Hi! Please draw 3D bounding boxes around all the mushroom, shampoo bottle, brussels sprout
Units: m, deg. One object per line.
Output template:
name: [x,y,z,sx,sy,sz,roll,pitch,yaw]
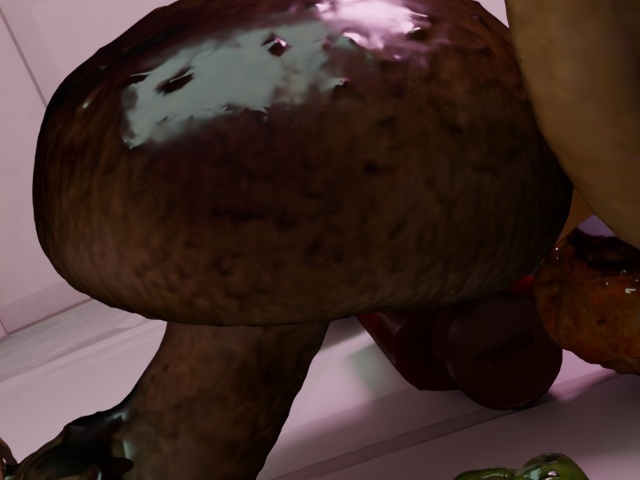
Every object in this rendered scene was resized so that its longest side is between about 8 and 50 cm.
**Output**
mushroom: [-0.018,0.013,0.498,0.334,0.356,0.331,-3,-15,-21]
shampoo bottle: [0.095,0.053,0.668,0.118,0.076,0.314,-23,7,-3]
brussels sprout: [0.085,0.113,0.372,0.051,0.046,0.083,-21,3,-28]

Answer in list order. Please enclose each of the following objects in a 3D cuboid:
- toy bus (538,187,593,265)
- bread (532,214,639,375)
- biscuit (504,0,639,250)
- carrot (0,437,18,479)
toy bus: [0.152,-0.051,0.777,0.209,0.126,0.136,18,12,-8]
bread: [0.246,0.012,0.451,0.268,0.095,0.139,-11,26,17]
biscuit: [0.167,-0.139,0.411,0.091,0.213,0.274,-2,45,50]
carrot: [-0.316,0.206,0.494,0.196,0.196,0.254,-21,3,24]
